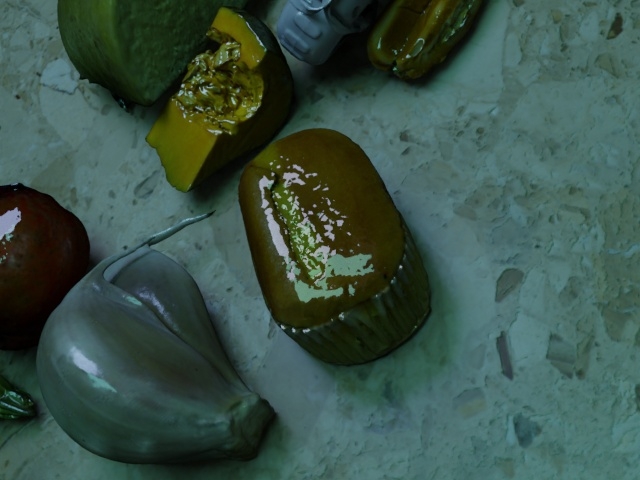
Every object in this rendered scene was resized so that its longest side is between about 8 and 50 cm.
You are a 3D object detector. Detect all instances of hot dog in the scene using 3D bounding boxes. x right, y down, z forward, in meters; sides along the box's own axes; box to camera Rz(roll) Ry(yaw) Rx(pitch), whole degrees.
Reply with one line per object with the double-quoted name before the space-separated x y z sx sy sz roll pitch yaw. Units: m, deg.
"hot dog" 0.162 -0.329 1.406 0.115 0.072 0.269 27 72 30

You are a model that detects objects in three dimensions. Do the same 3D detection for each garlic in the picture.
"garlic" -0.228 0.117 1.241 0.245 0.231 0.340 -26 60 13

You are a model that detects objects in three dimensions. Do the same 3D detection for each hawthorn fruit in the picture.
"hawthorn fruit" -0.422 0.049 1.387 0.215 0.215 0.250 -3 60 24

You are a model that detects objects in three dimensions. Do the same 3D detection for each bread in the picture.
"bread" 0.000 0.000 1.245 0.204 0.156 0.288 -27 53 6

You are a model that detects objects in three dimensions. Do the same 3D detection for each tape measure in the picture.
"tape measure" 0.023 -0.332 1.408 0.120 0.197 0.236 40 48 -3

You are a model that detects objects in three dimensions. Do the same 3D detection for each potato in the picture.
"potato" -0.283 -0.377 1.511 0.280 0.213 0.330 8 50 41

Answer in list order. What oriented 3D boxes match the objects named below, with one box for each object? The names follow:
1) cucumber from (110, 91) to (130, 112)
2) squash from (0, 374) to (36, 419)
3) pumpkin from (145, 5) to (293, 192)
"cucumber" -0.315 -0.259 1.612 0.037 0.037 0.155 -26 54 9
"squash" -0.524 0.192 1.420 0.340 0.094 0.095 13 69 29
"pumpkin" -0.128 -0.187 1.443 0.131 0.126 0.248 43 106 24
